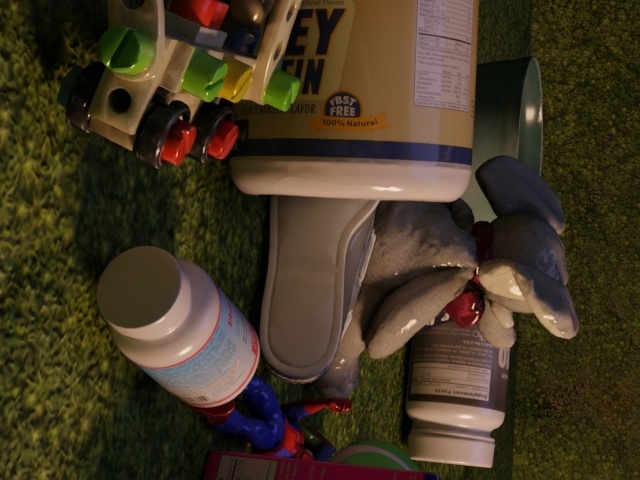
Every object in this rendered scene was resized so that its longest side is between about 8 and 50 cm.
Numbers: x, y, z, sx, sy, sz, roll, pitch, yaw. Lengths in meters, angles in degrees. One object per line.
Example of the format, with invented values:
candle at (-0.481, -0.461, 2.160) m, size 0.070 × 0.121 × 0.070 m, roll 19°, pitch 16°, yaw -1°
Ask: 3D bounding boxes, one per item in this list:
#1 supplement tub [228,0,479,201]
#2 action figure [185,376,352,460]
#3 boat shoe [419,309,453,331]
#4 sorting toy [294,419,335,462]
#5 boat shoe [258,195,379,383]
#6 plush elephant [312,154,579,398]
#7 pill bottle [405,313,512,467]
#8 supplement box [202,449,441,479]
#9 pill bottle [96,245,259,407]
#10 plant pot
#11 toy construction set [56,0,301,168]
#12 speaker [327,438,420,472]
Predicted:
supplement tub at (0.032, -0.197, 1.048) m, size 0.228 × 0.228 × 0.316 m, roll -3°, pitch 96°, yaw -72°
action figure at (-0.022, 0.183, 1.102) m, size 0.280 × 0.139 × 0.091 m, roll 65°, pitch 34°, yaw -61°
boat shoe at (0.164, 0.072, 1.621) m, size 0.340 × 0.158 × 0.127 m, roll -34°, pitch 125°, yaw -69°
sorting toy at (-0.018, 0.232, 1.265) m, size 0.042 × 0.061 × 0.102 m, roll -50°, pitch 148°, yaw -4°
boat shoe at (0.000, 0.000, 1.204) m, size 0.099 × 0.116 × 0.319 m, roll 87°, pitch 14°, yaw -70°
plush elephant at (0.168, 0.032, 1.319) m, size 0.272 × 0.255 × 0.330 m, roll -71°, pitch -178°, yaw -47°
pill bottle at (0.223, 0.218, 1.826) m, size 0.161 × 0.161 × 0.283 m, roll 38°, pitch 57°, yaw -69°
supplement box at (0.002, 0.270, 1.041) m, size 0.111 × 0.220 × 0.114 m, roll 62°, pitch 36°, yaw -56°
pill bottle at (-0.110, 0.066, 0.873) m, size 0.160 × 0.087 × 0.087 m, roll 60°, pitch 37°, yaw -61°
plant pot at (0.223, -0.133, 1.717) m, size 0.293 × 0.196 × 0.293 m, roll 3°, pitch 90°, yaw -72°
toy construction set at (-0.090, -0.168, 0.793) m, size 0.328 × 0.151 × 0.215 m, roll 2°, pitch 115°, yaw -65°
speaker at (0.014, 0.339, 1.210) m, size 0.296 × 0.131 × 0.131 m, roll -47°, pitch 137°, yaw -56°
